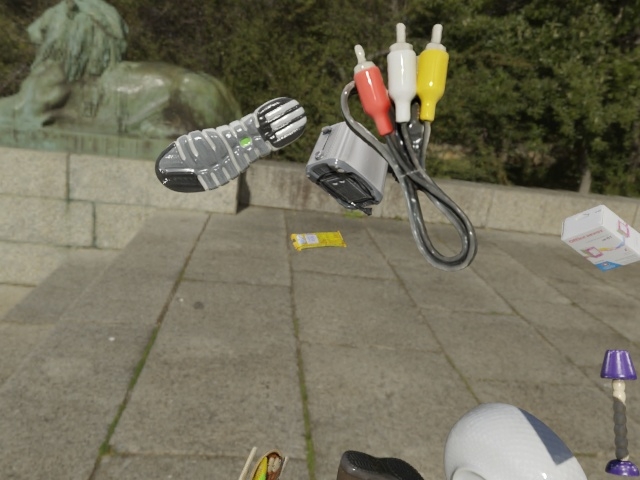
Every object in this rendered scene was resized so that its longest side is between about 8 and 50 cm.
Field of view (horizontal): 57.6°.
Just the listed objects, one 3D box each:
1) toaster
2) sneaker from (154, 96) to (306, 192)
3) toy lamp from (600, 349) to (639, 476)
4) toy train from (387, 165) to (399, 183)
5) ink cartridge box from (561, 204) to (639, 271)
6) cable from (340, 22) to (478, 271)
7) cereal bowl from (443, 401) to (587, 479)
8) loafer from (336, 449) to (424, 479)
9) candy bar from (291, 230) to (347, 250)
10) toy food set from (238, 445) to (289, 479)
[{"bbox_3d":[0.076,-0.175,1.370,0.129,0.146,0.227,-11,-36,44],"label":"toaster"},{"bbox_3d":[-0.129,-0.139,0.871,0.229,0.086,0.132,-23,12,-1],"label":"sneaker"},{"bbox_3d":[0.688,0.391,1.337,0.080,0.274,0.080,4,-11,1],"label":"toy lamp"},{"bbox_3d":[0.117,-0.156,0.833,0.036,0.158,0.027,-12,-25,35],"label":"toy train"},{"bbox_3d":[0.524,-0.003,1.081,0.122,0.052,0.088,33,-33,-17],"label":"ink cartridge box"},{"bbox_3d":[0.095,-0.101,0.670,0.140,0.287,0.072,-11,-11,16],"label":"cable"},{"bbox_3d":[0.385,0.526,1.230,0.141,0.338,0.339,-19,27,-31],"label":"cereal bowl"},{"bbox_3d":[0.116,0.462,1.111,0.220,0.078,0.080,26,12,-23],"label":"loafer"},{"bbox_3d":[0.000,0.000,1.192,0.018,0.040,0.162,-35,-19,36],"label":"candy bar"},{"bbox_3d":[-0.121,0.553,1.355,0.039,0.132,0.192,15,-17,30],"label":"toy food set"}]
